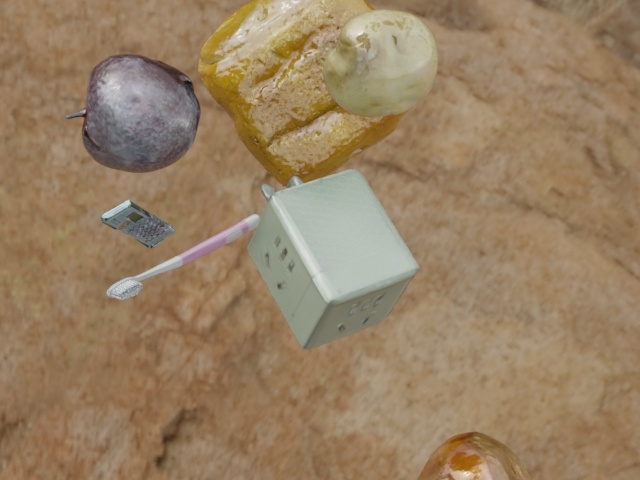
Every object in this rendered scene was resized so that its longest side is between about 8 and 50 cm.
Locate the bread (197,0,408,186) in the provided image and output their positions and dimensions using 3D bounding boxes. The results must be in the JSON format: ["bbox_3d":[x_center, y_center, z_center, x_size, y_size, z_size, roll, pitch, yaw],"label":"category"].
[{"bbox_3d":[-0.015,-0.283,2.248,0.337,0.328,0.148,55,14,-16],"label":"bread"}]

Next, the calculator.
[{"bbox_3d":[-0.273,-0.023,1.932,0.057,0.172,0.018,-31,70,7],"label":"calculator"}]

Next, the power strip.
[{"bbox_3d":[0.000,0.000,1.623,0.139,0.140,0.224,-19,66,-27],"label":"power strip"}]

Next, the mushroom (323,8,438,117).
[{"bbox_3d":[0.074,-0.214,1.568,0.148,0.148,0.112,-1,58,-16],"label":"mushroom"}]

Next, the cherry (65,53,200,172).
[{"bbox_3d":[-0.279,-0.190,1.985,0.195,0.195,0.195,7,58,-11],"label":"cherry"}]

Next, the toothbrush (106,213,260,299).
[{"bbox_3d":[-0.169,0.020,1.679,0.025,0.020,0.286,20,32,31],"label":"toothbrush"}]

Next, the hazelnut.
[{"bbox_3d":[0.200,0.332,1.703,0.150,0.150,0.150,7,58,-11],"label":"hazelnut"}]
